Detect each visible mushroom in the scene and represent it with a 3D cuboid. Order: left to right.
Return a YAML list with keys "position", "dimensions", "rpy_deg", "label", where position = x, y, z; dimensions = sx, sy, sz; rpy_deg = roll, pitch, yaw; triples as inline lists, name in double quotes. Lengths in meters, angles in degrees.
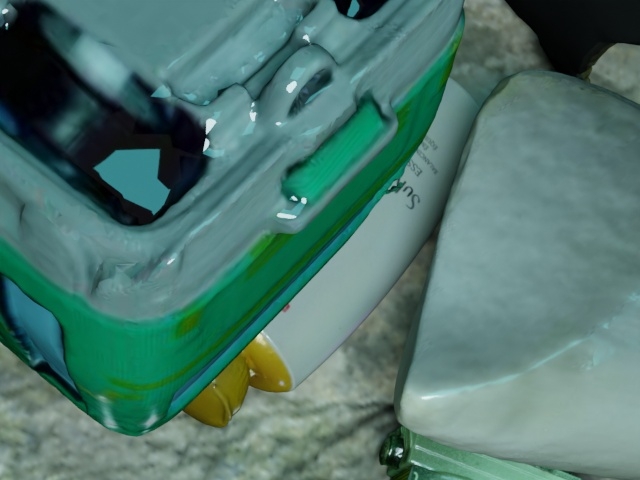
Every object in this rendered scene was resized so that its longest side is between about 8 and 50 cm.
- position: [0.230, 0.070, 0.812]
  dimensions: [0.397, 0.126, 0.177]
  rpy_deg: [18, 53, -2]
  label: "mushroom"

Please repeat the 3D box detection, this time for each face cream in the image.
- position: [0.000, 0.000, 0.831]
  dimensions: [0.072, 0.051, 0.182]
  rpy_deg: [43, 65, 2]
  label: "face cream"

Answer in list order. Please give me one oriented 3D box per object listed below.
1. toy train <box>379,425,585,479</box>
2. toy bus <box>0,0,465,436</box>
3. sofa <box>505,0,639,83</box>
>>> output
- position: [0.065, 0.110, 0.816]
  dimensions: [0.093, 0.038, 0.056]
  rpy_deg: [22, 67, -8]
  label: "toy train"
- position: [-0.126, -0.094, 0.725]
  dimensions: [0.343, 0.199, 0.183]
  rpy_deg: [39, 65, 15]
  label: "toy bus"
- position: [0.088, -0.207, 0.867]
  dimensions: [0.258, 0.182, 0.200]
  rpy_deg: [31, 63, -3]
  label: "sofa"
